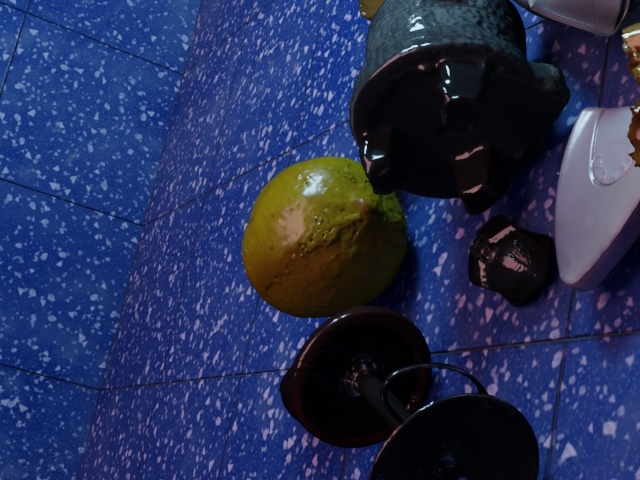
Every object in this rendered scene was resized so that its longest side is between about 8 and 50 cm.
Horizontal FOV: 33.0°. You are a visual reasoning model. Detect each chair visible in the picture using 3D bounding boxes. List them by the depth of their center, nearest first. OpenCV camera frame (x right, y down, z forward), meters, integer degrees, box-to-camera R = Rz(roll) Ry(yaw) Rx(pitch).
[{"bbox_3d":[0.093,0.230,1.430,0.227,0.226,0.401,-68,24,7],"label":"chair"}]

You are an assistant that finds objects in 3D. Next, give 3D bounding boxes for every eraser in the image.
[{"bbox_3d":[0.351,-0.052,1.285,0.204,0.059,0.243,9,77,65],"label":"eraser"}]

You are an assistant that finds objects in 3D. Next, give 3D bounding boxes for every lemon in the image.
[{"bbox_3d":[0.000,0.000,1.751,0.310,0.258,0.258,-36,41,42],"label":"lemon"}]

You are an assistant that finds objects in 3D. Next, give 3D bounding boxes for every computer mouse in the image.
[{"bbox_3d":[0.244,0.023,1.454,0.106,0.062,0.192,-67,26,8],"label":"computer mouse"}]

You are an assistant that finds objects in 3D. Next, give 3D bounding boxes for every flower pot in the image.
[{"bbox_3d":[0.191,-0.202,1.494,0.299,0.299,0.283,-48,24,41],"label":"flower pot"}]

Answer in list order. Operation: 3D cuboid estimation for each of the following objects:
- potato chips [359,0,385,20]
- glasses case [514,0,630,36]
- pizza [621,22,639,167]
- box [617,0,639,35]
[{"bbox_3d":[0.136,-0.509,2.090,0.150,0.049,0.202,-35,40,47],"label":"potato chips"},{"bbox_3d":[0.309,-0.352,1.454,0.308,0.128,0.083,-106,23,-66],"label":"glasses case"},{"bbox_3d":[0.425,-0.118,1.079,0.278,0.114,0.409,-51,36,13],"label":"pizza"},{"bbox_3d":[0.418,-0.368,1.406,0.115,0.036,0.177,-39,39,49],"label":"box"}]
